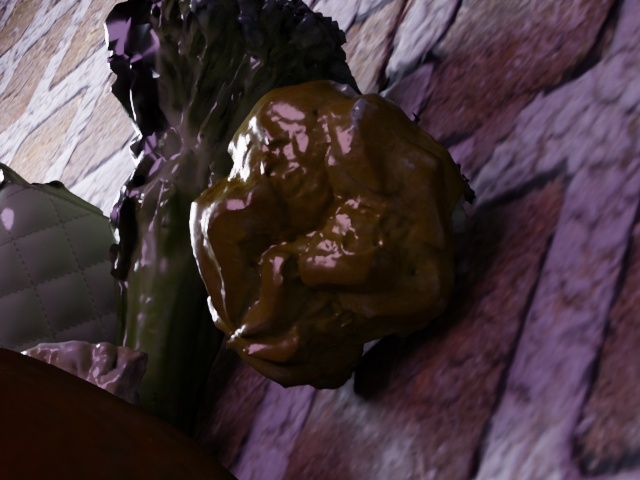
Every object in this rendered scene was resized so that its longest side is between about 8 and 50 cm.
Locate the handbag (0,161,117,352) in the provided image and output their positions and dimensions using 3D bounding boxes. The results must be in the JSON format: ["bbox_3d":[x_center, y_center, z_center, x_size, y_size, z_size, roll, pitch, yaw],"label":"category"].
[{"bbox_3d":[-0.209,0.074,1.119,0.079,0.219,0.256,-26,37,61],"label":"handbag"}]

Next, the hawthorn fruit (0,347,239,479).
[{"bbox_3d":[-0.177,0.169,0.788,0.268,0.301,0.268,-44,19,19],"label":"hawthorn fruit"}]

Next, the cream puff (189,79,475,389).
[{"bbox_3d":[-0.001,0.001,0.886,0.156,0.121,0.156,-41,31,31],"label":"cream puff"}]

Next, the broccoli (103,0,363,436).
[{"bbox_3d":[-0.073,-0.009,1.080,0.145,0.165,0.304,11,81,35],"label":"broccoli"}]

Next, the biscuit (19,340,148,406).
[{"bbox_3d":[-0.198,0.180,1.001,0.281,0.179,0.084,-71,-22,-9],"label":"biscuit"}]
